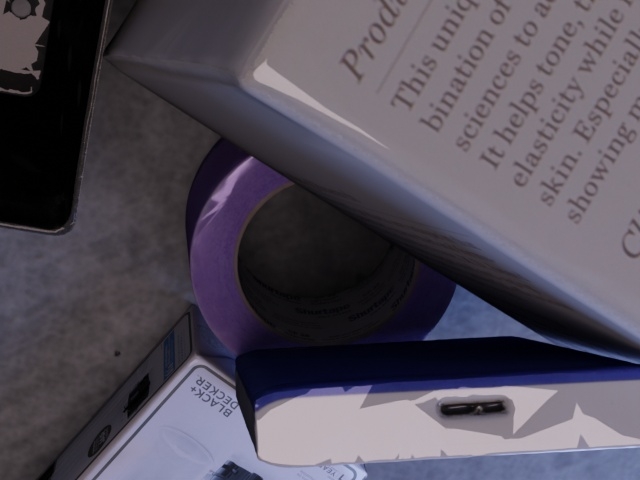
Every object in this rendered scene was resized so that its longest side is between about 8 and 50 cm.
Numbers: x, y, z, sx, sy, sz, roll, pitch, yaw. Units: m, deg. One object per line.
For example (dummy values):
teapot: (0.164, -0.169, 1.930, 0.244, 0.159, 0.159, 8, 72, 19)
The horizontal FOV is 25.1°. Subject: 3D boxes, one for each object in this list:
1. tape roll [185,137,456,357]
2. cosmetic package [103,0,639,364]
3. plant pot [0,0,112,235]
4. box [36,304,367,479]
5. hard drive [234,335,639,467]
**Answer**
tape roll: (0.000, 0.000, 1.013, 0.189, 0.080, 0.189, -3, 113, -7)
cosmetic package: (0.151, -0.132, 0.801, 0.394, 0.327, 0.329, 32, 87, -20)
plant pot: (-0.228, -0.130, 0.881, 0.188, 0.167, 0.188, 9, 110, -11)
box: (-0.124, 0.211, 1.079, 0.169, 0.087, 0.290, 36, 103, -20)
hard drive: (0.059, 0.088, 0.844, 0.210, 0.319, 0.040, -3, 89, -5)
